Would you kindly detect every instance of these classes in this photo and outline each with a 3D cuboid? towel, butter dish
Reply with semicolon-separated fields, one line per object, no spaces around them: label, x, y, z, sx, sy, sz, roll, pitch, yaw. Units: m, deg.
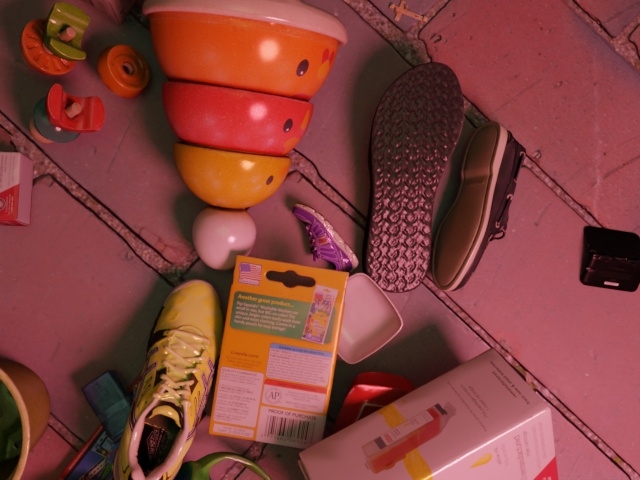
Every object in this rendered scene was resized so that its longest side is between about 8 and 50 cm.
towel;-0.369;0.295;1.063;0.067;0.029;0.119;-32;88;-10
butter dish;0.106;0.296;1.105;0.160;0.118;0.160;10;122;-12

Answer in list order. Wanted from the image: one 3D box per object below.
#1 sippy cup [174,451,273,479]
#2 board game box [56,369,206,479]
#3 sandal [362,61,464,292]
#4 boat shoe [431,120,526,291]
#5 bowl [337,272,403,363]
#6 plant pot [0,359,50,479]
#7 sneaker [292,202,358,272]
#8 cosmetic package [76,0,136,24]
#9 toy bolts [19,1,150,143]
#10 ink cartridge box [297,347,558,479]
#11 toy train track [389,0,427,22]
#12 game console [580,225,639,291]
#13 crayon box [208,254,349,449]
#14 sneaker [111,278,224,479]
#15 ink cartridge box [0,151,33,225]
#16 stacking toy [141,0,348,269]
sippy cup;-0.198;0.534;0.999;0.224;0.240;0.305;41;104;-11
board game box;-0.351;0.389;1.083;0.145;0.027;0.281;37;82;-3
sandal;0.159;-0.123;1.167;0.168;0.107;0.445;11;96;-6
boat shoe;0.317;-0.054;1.161;0.113;0.127;0.340;20;80;-28
bowl;0.069;0.143;1.131;0.142;0.053;0.142;-38;89;8
plant pot;-0.565;0.294;0.954;0.276;0.254;0.276;1;85;-7
sneaker;0.000;0.000;1.144;0.071;0.068;0.170;-40;90;-3
cosmetic package;-0.380;-0.595;1.137;0.160;0.113;0.309;30;81;-3
toy bolts;-0.456;-0.279;1.112;0.218;0.158;0.228;19;68;-44
ink cartridge box;0.192;0.403;1.014;0.385;0.160;0.279;-26;127;-8
toy train track;0.184;-0.473;1.238;0.083;0.014;0.048;20;83;-5
game console;0.600;0.039;1.235;0.122;0.071;0.107;8;113;-5
crayon box;-0.072;0.196;1.073;0.203;0.083;0.323;9;94;0
sneaker;-0.240;0.248;1.022;0.145;0.147;0.384;17;69;-17
ink cartridge box;-0.624;-0.094;1.077;0.175;0.072;0.127;1;85;-7
stacking toy;-0.150;-0.182;1.071;0.351;0.350;0.479;6;103;-6
